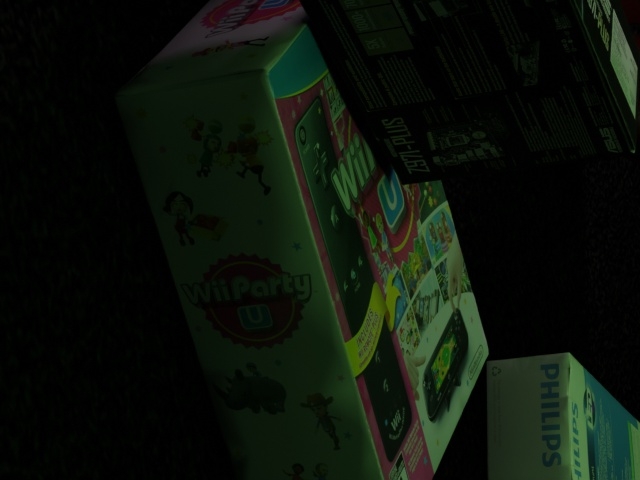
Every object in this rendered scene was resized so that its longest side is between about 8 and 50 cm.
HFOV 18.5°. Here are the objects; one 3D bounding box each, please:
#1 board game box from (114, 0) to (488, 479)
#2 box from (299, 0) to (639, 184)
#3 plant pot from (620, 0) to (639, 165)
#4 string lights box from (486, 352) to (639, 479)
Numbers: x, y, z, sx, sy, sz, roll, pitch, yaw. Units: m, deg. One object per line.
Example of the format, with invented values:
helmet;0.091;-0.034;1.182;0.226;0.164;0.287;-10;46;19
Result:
board game box;0.000;0.000;1.180;0.224;0.097;0.303;-58;136;-57
box;0.087;-0.122;1.107;0.180;0.147;0.077;57;33;-46
plant pot;0.318;-0.198;1.843;0.265;0.272;0.272;4;80;-60
string lights box;0.218;0.196;1.694;0.260;0.077;0.133;40;47;-60
